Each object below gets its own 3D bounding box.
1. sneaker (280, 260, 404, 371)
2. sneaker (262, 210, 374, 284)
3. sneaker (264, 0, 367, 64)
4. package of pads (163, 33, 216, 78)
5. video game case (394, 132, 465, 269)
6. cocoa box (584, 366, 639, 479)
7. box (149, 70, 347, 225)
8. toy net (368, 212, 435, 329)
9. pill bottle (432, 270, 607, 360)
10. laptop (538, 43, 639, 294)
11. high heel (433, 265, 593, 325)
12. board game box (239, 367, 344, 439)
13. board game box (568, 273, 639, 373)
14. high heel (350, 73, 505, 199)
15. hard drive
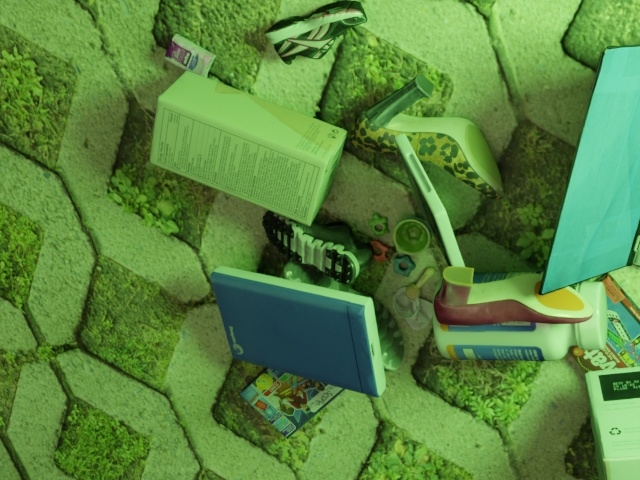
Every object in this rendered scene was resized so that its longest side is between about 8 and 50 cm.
[{"bbox_3d":[0.035,0.147,1.697,0.281,0.105,0.115,41,138,0],"label":"sneaker"},{"bbox_3d":[0.000,0.000,1.644,0.234,0.106,0.078,28,128,32],"label":"sneaker"},{"bbox_3d":[0.001,-0.345,1.522,0.178,0.072,0.077,-9,120,27],"label":"sneaker"},{"bbox_3d":[-0.230,-0.324,1.606,0.083,0.032,0.050,30,114,3],"label":"package of pads"},{"bbox_3d":[0.182,-0.049,1.474,0.023,0.183,0.201,-24,141,3],"label":"video game case"},{"bbox_3d":[0.631,0.352,1.491,0.347,0.231,0.228,-8,118,13],"label":"cocoa box"},{"bbox_3d":[-0.127,-0.162,1.576,0.311,0.121,0.148,23,130,6],"label":"box"},{"bbox_3d":[0.148,0.064,1.645,0.122,0.045,0.232,-1,111,16],"label":"toy net"},{"bbox_3d":[0.339,0.127,1.540,0.271,0.152,0.152,-2,110,24],"label":"pill bottle"},{"bbox_3d":[0.575,-0.083,1.360,0.407,0.236,0.382,13,114,11],"label":"laptop"},{"bbox_3d":[0.303,0.114,1.453,0.244,0.082,0.117,8,136,6],"label":"high heel"},{"bbox_3d":[-0.046,0.286,1.793,0.136,0.035,0.201,44,116,-4],"label":"board game box"},{"bbox_3d":[0.535,0.202,1.600,0.145,0.027,0.281,-40,96,26],"label":"board game box"},{"bbox_3d":[0.179,-0.141,1.548,0.261,0.093,0.186,48,132,-13],"label":"high heel"},{"bbox_3d":[-0.042,0.164,1.657,0.318,0.040,0.210,11,129,29],"label":"hard drive"}]
